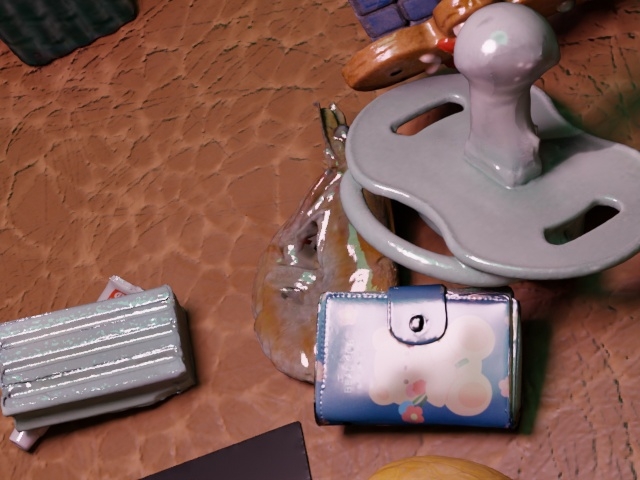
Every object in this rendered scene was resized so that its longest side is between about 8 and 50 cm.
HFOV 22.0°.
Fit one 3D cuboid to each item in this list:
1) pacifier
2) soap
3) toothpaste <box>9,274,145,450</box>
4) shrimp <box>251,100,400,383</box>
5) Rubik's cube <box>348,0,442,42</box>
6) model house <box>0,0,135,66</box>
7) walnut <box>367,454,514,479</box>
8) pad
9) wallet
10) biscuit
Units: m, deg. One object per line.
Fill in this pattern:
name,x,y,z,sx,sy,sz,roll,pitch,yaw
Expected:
pacifier,0.164,-0.102,1.584,0.288,0.269,0.343,-30,45,-28
soap,-0.238,0.125,1.744,0.198,0.063,0.114,-12,58,4
toothpaste,-0.269,0.133,1.801,0.052,0.033,0.218,23,69,28
shrimp,0.000,0.000,1.725,0.168,0.077,0.317,-12,63,19
Rubik's cube,0.115,-0.382,1.803,0.237,0.237,0.238,-22,55,13
model house,-0.431,-0.433,1.955,0.395,0.445,0.400,-1,61,23
walnut,0.116,0.274,1.461,0.207,0.159,0.159,21,72,27
pad,-0.117,0.293,1.648,0.245,0.006,0.170,-21,53,12
wallet,0.097,0.112,1.594,0.202,0.059,0.141,-1,82,17
biscuit,0.176,-0.226,1.716,0.324,0.205,0.049,-22,81,1
